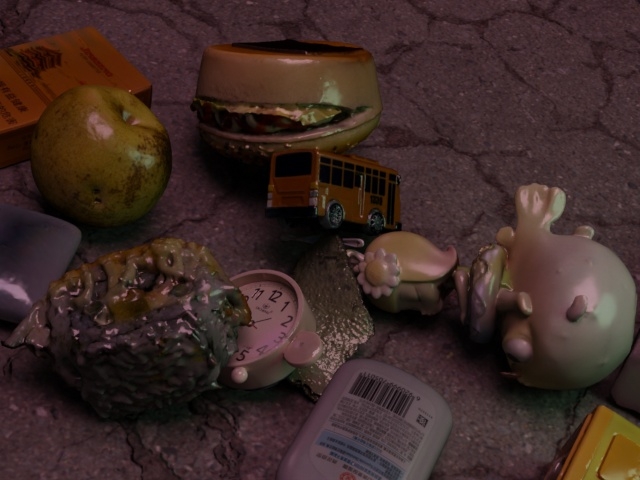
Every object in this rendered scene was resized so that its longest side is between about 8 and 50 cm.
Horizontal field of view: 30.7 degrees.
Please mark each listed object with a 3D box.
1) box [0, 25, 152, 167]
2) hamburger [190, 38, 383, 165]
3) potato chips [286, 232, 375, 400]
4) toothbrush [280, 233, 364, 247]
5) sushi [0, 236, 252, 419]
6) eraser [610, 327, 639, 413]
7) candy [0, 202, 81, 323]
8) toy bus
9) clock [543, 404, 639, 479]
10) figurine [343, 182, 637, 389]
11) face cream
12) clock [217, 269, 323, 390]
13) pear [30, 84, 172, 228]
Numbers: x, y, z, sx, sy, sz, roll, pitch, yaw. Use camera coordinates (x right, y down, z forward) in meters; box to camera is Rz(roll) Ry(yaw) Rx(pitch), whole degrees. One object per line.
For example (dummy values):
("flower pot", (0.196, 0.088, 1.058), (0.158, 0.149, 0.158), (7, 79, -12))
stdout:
("box", (-0.413, -0.218, 1.748), (0.274, 0.076, 0.174), (-24, 57, -36))
("hamburger", (-0.053, -0.205, 1.734), (0.300, 0.176, 0.300), (-1, 14, 0))
("potato chips", (-0.008, 0.096, 1.542), (0.167, 0.059, 0.228), (19, 56, 23))
("toothbrush", (0.000, 0.000, 1.623), (0.017, 0.014, 0.162), (-15, 14, -41))
("sushi", (-0.221, 0.105, 1.387), (0.274, 0.139, 0.184), (-16, 42, 5))
("eraser", (0.591, 0.147, 1.634), (0.272, 0.122, 0.359), (29, 44, 14))
("candy", (-0.394, 0.029, 1.492), (0.138, 0.071, 0.174), (16, 43, -1))
("toy bus", (0.023, -0.065, 1.629), (0.098, 0.114, 0.201), (-1, -6, 40))
("clock", (0.305, 0.303, 1.360), (0.096, 0.143, 0.202), (31, 43, 12))
("figurine", (0.229, 0.047, 1.572), (0.394, 0.226, 0.275), (10, 77, 16))
("face cream", (0.034, 0.279, 1.349), (0.163, 0.080, 0.337), (25, 43, 9))
("clock", (-0.084, 0.114, 1.464), (0.229, 0.063, 0.156), (19, 60, 39))
("pear", (-0.304, -0.108, 1.590), (0.197, 0.197, 0.197), (9, 42, -8))
